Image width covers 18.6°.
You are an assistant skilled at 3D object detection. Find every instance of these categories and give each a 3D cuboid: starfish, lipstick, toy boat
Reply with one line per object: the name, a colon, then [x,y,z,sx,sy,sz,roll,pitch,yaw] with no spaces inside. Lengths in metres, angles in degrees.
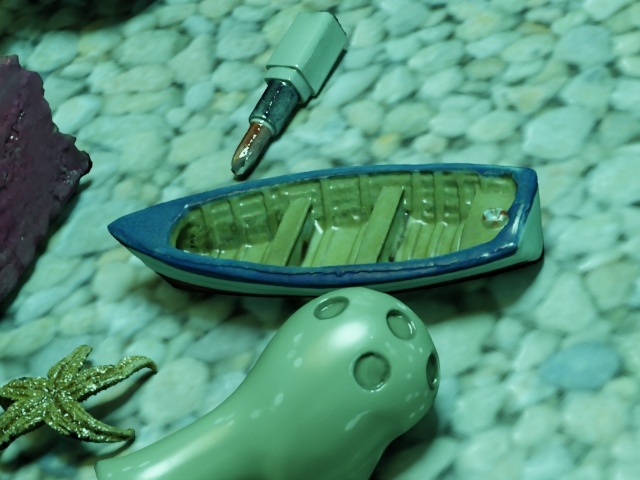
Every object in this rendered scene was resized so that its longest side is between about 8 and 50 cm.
starfish: [-0.123,0.078,0.960,0.091,0.028,0.078,-26,36,-3]
lipstick: [-0.022,-0.078,1.072,0.025,0.025,0.107,9,58,39]
toy boat: [0.000,0.000,0.956,0.229,0.046,0.080,-5,46,28]

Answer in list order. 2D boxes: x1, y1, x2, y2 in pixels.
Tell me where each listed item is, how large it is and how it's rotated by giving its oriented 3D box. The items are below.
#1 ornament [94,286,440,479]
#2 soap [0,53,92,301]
ornament: [-0.018,0.083,0.859,0.156,0.081,0.075,-33,-3,-3]
soap: [-0.292,-0.018,1.107,0.289,0.112,0.182,4,47,36]
